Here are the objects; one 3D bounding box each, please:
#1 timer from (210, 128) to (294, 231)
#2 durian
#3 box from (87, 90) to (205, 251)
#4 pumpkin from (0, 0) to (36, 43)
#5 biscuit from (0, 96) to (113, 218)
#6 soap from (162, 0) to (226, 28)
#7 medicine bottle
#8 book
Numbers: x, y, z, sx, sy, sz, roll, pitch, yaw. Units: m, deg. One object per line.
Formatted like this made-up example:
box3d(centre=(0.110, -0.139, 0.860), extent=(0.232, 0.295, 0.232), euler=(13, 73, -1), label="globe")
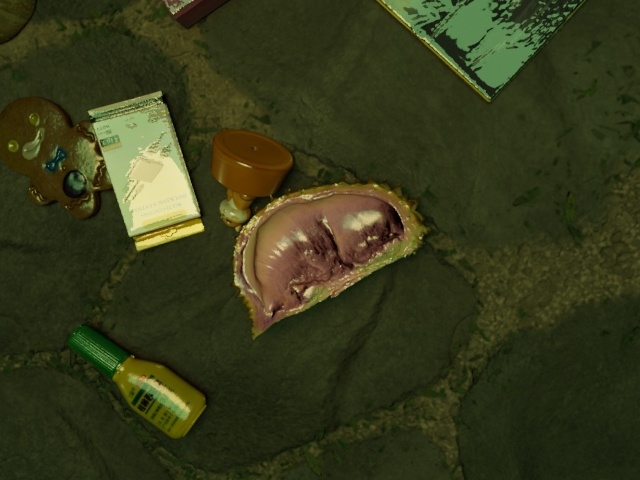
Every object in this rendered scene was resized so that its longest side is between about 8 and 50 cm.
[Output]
box3d(centre=(-0.127, -0.085, 0.960), extent=(0.132, 0.132, 0.152), euler=(24, 119, 3), label="timer")
box3d(centre=(0.001, -0.001, 0.953), extent=(0.341, 0.112, 0.191), euler=(-30, 84, -1), label="durian")
box3d(centre=(-0.287, -0.116, 0.988), extent=(0.129, 0.033, 0.247), euler=(-18, 94, -8), label="box")
box3d(centre=(-0.589, -0.430, 0.967), extent=(0.217, 0.110, 0.217), euler=(1, 102, 3), label="pumpkin")
box3d(centre=(-0.457, -0.146, 1.014), extent=(0.236, 0.039, 0.180), euler=(40, 99, 2), label="biscuit")
box3d(centre=(-0.169, -0.486, 0.930), extent=(0.259, 0.081, 0.181), euler=(-30, 92, 7), label="soap")
box3d(centre=(-0.321, 0.237, 1.023), extent=(0.260, 0.064, 0.095), euler=(36, 98, 2), label="medicine bottle")
box3d(centre=(0.222, -0.439, 0.928), extent=(0.374, 0.028, 0.262), euler=(42, 99, 0), label="book")
